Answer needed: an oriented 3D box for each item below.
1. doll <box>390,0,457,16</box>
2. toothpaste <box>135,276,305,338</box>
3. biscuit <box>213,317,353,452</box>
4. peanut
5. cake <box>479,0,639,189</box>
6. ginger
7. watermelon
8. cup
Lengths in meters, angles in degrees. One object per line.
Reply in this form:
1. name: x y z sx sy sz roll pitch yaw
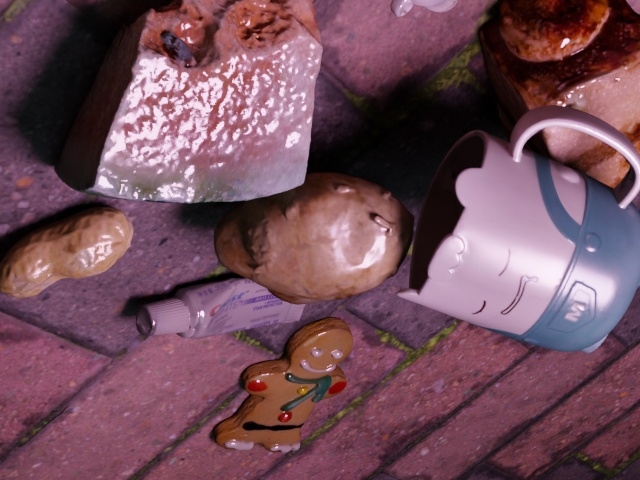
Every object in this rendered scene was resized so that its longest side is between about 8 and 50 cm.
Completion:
1. doll: 0.193 -0.395 1.172 0.384 0.099 0.188 -50 151 21
2. toothpaste: -0.126 0.093 1.546 0.282 0.069 0.099 -6 164 -38
3. biscuit: -0.045 0.239 1.770 0.196 0.049 0.302 6 128 -41
4. peanut: -0.303 0.016 1.318 0.174 0.080 0.080 -25 142 -9
5. cake: 0.331 -0.203 1.408 0.196 0.199 0.293 -28 141 1
6. ginger: 0.000 0.000 1.414 0.244 0.155 0.304 -13 178 5
7. watermelon: -0.137 -0.130 1.206 0.264 0.151 0.302 -3 135 -32
8. cup: 0.254 -0.018 1.314 0.257 0.219 0.290 21 119 -7
